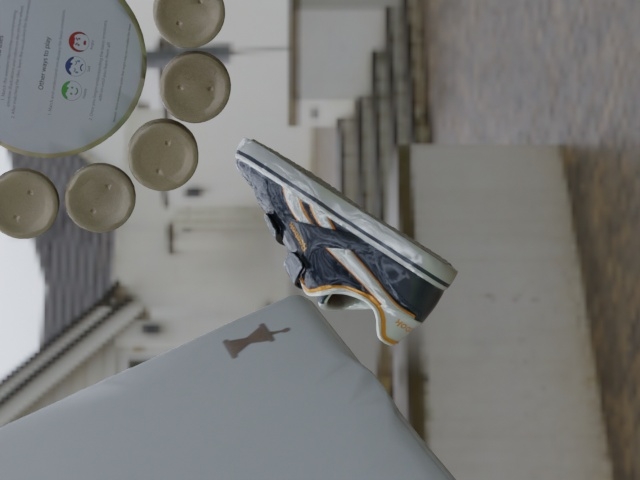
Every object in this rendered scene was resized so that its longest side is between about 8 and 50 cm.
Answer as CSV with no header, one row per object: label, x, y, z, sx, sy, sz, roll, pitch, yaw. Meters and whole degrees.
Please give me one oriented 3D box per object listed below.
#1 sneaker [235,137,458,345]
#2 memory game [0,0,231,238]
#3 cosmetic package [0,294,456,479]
sneaker,0.000,0.000,1.678,0.127,0.321,0.126,-57,-28,6
memory game,-0.135,-0.089,0.712,0.012,0.186,0.186,-116,25,-70
cosmetic package,-0.047,0.310,0.891,0.329,0.327,0.394,-133,21,-65
